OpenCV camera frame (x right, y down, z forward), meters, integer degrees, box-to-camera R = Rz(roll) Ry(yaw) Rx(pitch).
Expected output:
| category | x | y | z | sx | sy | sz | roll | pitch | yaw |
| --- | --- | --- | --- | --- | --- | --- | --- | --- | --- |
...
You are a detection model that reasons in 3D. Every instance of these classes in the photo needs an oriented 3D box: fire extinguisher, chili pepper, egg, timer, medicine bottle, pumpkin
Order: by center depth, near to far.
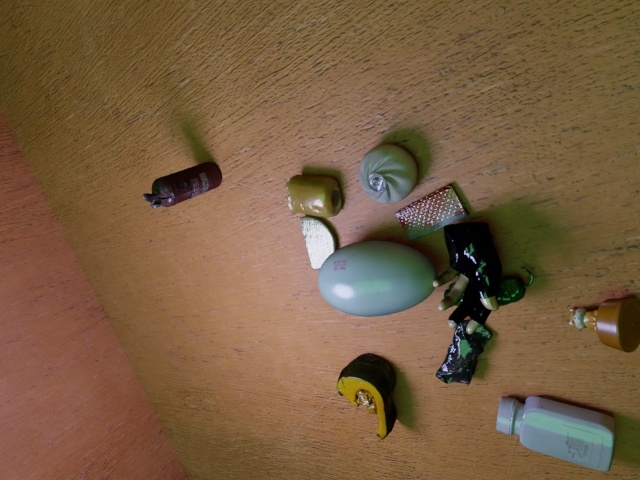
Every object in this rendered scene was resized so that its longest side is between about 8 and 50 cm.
| category | x | y | z | sx | sy | sz | roll | pitch | yaw |
| --- | --- | --- | --- | --- | --- | --- | --- | --- | --- |
| timer | 0.703 | 0.203 | 1.142 | 0.152 | 0.132 | 0.132 | -1 | 113 | 57 |
| chili pepper | 0.467 | 0.144 | 1.277 | 0.257 | 0.074 | 0.100 | -10 | 62 | 33 |
| medicine bottle | 0.673 | 0.544 | 1.311 | 0.296 | 0.111 | 0.161 | 6 | 113 | 29 |
| egg | 0.165 | 0.113 | 1.361 | 0.370 | 0.230 | 0.230 | -7 | 108 | 28 |
| fire extinguisher | -0.476 | -0.186 | 1.564 | 0.147 | 0.337 | 0.107 | -2 | 111 | 33 |
| pumpkin | 0.167 | 0.553 | 1.621 | 0.190 | 0.139 | 0.281 | 5 | 111 | 27 |

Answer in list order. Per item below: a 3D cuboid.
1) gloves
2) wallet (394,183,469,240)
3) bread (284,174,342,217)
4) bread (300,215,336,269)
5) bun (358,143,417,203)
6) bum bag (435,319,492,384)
| category | x | y | z | sx | sy | sz | roll | pitch | yaw |
| --- | --- | --- | --- | --- | --- | --- | --- | --- | --- |
| gloves | 0.403 | 0.097 | 1.206 | 0.197 | 0.152 | 0.301 | -170 | 93 | -73 |
| wallet | 0.317 | -0.077 | 1.305 | 0.196 | 0.020 | 0.103 | -28 | 95 | 38 |
| bread | -0.022 | -0.140 | 1.453 | 0.173 | 0.085 | 0.134 | 8 | 116 | 30 |
| bread | 0.004 | 0.003 | 1.537 | 0.112 | 0.036 | 0.193 | -8 | 104 | 30 |
| bun | 0.185 | -0.182 | 1.281 | 0.172 | 0.120 | 0.173 | 14 | 121 | 26 |
| bum bag | 0.441 | 0.350 | 1.394 | 0.102 | 0.069 | 0.248 | 14 | 117 | 0 |
